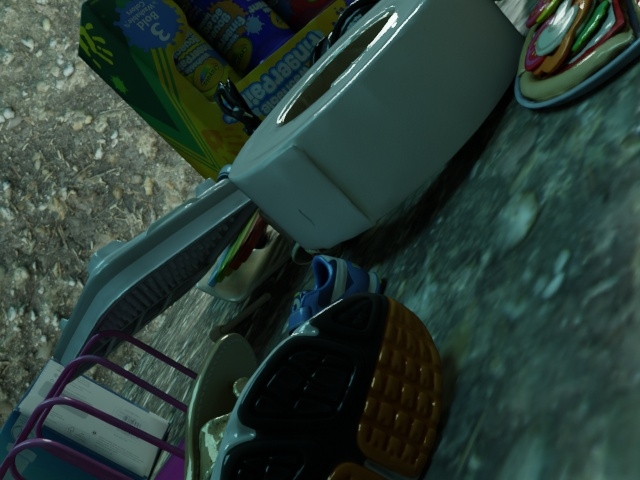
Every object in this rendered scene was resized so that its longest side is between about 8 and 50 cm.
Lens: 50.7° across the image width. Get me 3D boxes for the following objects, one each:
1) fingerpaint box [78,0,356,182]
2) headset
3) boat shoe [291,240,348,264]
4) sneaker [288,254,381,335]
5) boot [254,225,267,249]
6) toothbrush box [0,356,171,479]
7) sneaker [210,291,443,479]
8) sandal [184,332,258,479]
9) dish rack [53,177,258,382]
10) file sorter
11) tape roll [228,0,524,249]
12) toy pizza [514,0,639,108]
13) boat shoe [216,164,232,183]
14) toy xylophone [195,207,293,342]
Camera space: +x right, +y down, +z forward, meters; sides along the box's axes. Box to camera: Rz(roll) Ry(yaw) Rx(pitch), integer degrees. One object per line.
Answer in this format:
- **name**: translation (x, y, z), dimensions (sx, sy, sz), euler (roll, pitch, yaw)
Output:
- **fingerpaint box**: translation (-0.130, -0.358, 1.202), dimensions (0.445, 0.371, 0.163), euler (-47, 4, -26)
- **headset**: translation (0.044, -0.274, 0.940), dimensions (0.394, 0.185, 0.243), euler (-47, 10, -7)
- **boat shoe**: translation (0.000, 0.000, 0.736), dimensions (0.043, 0.049, 0.137), euler (-67, 15, -14)
- **sneaker**: translation (-0.004, 0.074, 0.524), dimensions (0.053, 0.059, 0.144), euler (-36, 25, 56)
- **boot**: translation (-0.142, -0.106, 1.427), dimensions (0.284, 0.138, 0.377), euler (-61, 7, -19)
- **toothbrush box**: translation (-0.407, 0.362, 1.057), dimensions (0.295, 0.216, 0.126), euler (-53, 11, 26)
- **sneaker**: translation (-0.030, 0.145, 0.363), dimensions (0.262, 0.099, 0.121), euler (-59, 7, -15)
- **sandal**: translation (-0.058, 0.178, 0.501), dimensions (0.079, 0.088, 0.240), euler (-11, 46, 30)
- **dish rack**: translation (-0.228, 0.044, 0.900), dimensions (0.285, 0.072, 0.333), euler (-40, -2, -40)
- **file sorter**: translation (-0.222, 0.249, 0.660), dimensions (0.202, 0.182, 0.291), euler (-55, 12, 15)
- **tape roll**: translation (0.044, -0.126, 0.630), dimensions (0.286, 0.100, 0.286), euler (-41, 18, 16)
- **toy pizza**: translation (0.191, -0.176, 0.442), dimensions (0.201, 0.032, 0.201), euler (-54, 12, 17)
- **boat shoe**: translation (-0.156, -0.052, 1.095), dimensions (0.083, 0.065, 0.183), euler (-62, 4, -23)
- **toy xylophone**: translation (-0.106, 0.019, 1.050), dimensions (0.323, 0.081, 0.236), euler (-46, 16, 46)
